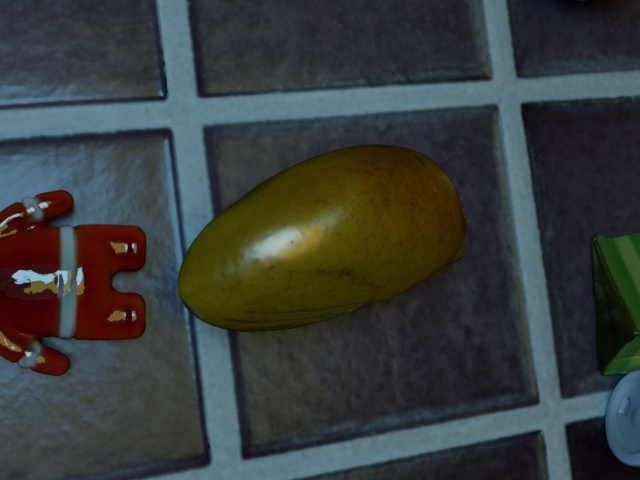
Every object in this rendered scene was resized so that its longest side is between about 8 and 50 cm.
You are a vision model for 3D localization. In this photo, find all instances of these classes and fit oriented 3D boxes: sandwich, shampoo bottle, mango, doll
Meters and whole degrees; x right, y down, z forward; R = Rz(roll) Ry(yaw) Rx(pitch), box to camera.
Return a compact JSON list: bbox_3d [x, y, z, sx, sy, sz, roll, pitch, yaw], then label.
[{"bbox_3d":[0.297,0.061,0.790,0.074,0.074,0.117,-1,54,-16],"label":"sandwich"},{"bbox_3d":[0.425,0.200,0.772,0.303,0.092,0.092,17,81,-15],"label":"shampoo bottle"},{"bbox_3d":[0.000,0.000,0.641,0.252,0.154,0.126,-19,84,-30],"label":"mango"},{"bbox_3d":[-0.252,0.033,0.599,0.244,0.076,0.143,-1,85,-20],"label":"doll"}]
